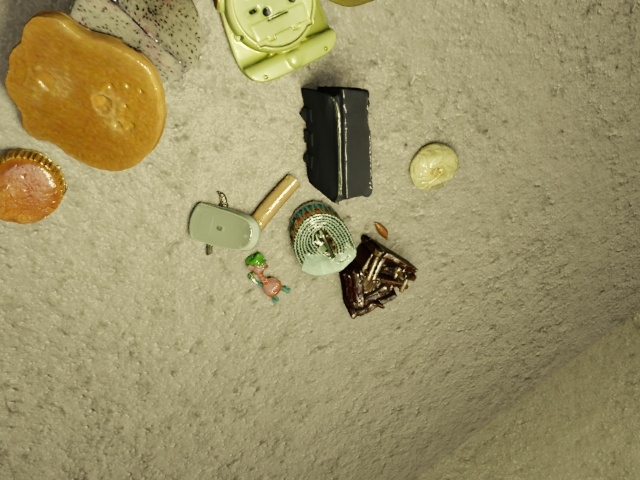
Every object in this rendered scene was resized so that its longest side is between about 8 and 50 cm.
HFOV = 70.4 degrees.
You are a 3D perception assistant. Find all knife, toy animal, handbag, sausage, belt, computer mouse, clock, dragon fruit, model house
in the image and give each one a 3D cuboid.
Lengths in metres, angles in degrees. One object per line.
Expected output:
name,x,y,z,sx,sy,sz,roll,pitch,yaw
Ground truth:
knife,-0.335,-0.052,1.477,0.045,0.021,0.223,9,107,-19
toy animal,-0.194,0.137,1.599,0.103,0.100,0.208,-14,132,31
handbag,0.037,-0.293,1.336,0.121,0.329,0.304,-11,113,-18
sausage,-0.181,-0.091,1.498,0.065,0.066,0.301,36,96,-31
belt,0.000,0.000,1.563,0.206,0.150,0.258,-25,120,1
computer mouse,-0.303,-0.039,1.441,0.230,0.079,0.128,18,97,-1
clock,-0.136,-0.632,1.219,0.285,0.117,0.349,-29,121,-7
dragon fruit,-0.447,-0.539,1.101,0.283,0.221,0.204,38,52,-44
model house,0.199,0.169,1.652,0.297,0.317,0.283,32,97,-18

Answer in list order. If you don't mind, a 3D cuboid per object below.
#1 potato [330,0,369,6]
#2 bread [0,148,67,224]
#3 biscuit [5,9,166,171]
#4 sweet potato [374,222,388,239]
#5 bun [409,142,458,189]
potato,0.091,-0.724,1.233,0.251,0.159,0.175,-16,94,-28
bread,-0.792,-0.139,1.207,0.198,0.104,0.199,-10,119,-19
biscuit,-0.575,-0.349,1.138,0.364,0.062,0.385,23,133,-24
sweet potato,0.230,-0.039,1.703,0.034,0.034,0.095,-40,123,1
bun,0.410,-0.260,1.620,0.188,0.111,0.164,-13,122,-19
